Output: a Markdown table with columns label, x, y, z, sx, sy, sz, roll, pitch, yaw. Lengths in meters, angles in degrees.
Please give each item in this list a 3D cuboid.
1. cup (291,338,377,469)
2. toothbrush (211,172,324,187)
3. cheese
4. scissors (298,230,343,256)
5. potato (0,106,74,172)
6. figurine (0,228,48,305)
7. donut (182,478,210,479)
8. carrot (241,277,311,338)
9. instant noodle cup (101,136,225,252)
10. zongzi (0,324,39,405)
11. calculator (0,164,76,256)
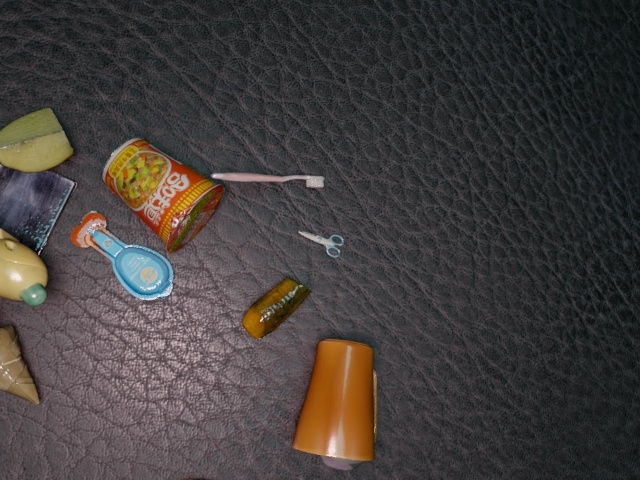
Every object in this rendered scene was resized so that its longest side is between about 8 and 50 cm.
| label | x | y | z | sx | sy | sz | roll | pitch | yaw |
| --- | --- | --- | --- | --- | --- | --- | --- | --- | --- |
| cup | 0.057 | 0.369 | 1.112 | 0.226 | 0.182 | 0.264 | 26 | 66 | -43 |
| toothbrush | -0.112 | -0.141 | 1.150 | 0.307 | 0.025 | 0.030 | -3 | 90 | -37 |
| cheese | -0.432 | 0.038 | 1.088 | 0.256 | 0.037 | 0.106 | 39 | 73 | -4 |
| scissors | 0.000 | 0.000 | 1.216 | 0.119 | 0.014 | 0.058 | 20 | 76 | -14 |
| potato | -0.625 | -0.211 | 1.060 | 0.149 | 0.081 | 0.120 | -24 | 48 | -21 |
| figurine | -0.685 | 0.103 | 0.929 | 0.324 | 0.124 | 0.222 | -18 | 71 | -8 |
| donut | -0.264 | 0.646 | 1.001 | 0.277 | 0.108 | 0.278 | 2 | 81 | -14 |
| carrot | -0.104 | 0.151 | 1.133 | 0.082 | 0.082 | 0.173 | 46 | 73 | -4 |
| instant noodle cup | -0.349 | -0.109 | 1.066 | 0.212 | 0.193 | 0.193 | 38 | 74 | 2 |
| zongzi | -0.677 | 0.282 | 0.969 | 0.188 | 0.081 | 0.178 | -22 | 93 | -12 |
| calculator | -0.654 | -0.044 | 1.051 | 0.161 | 0.021 | 0.262 | 24 | 77 | -10 |
